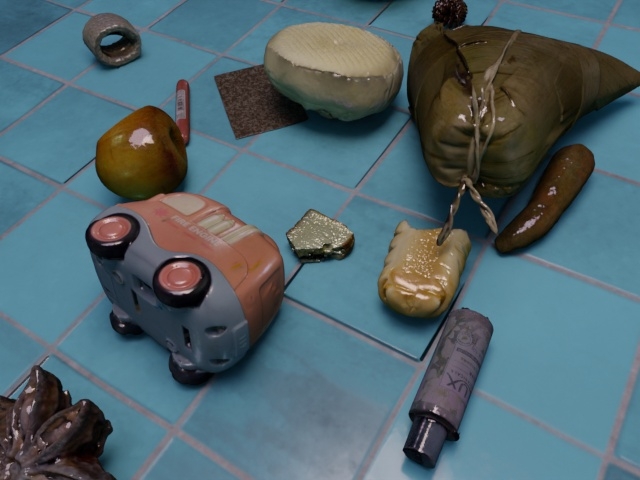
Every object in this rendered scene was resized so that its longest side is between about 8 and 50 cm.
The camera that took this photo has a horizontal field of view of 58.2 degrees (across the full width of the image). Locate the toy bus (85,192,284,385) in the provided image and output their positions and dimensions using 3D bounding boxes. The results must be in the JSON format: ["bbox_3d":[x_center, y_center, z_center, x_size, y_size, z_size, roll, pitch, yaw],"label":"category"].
[{"bbox_3d":[-0.183,0.041,0.834,0.287,0.194,0.232,30,51,27],"label":"toy bus"}]

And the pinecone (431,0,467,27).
[{"bbox_3d":[0.302,-0.532,1.343,0.083,0.077,0.077,0,45,40],"label":"pinecone"}]

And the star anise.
[{"bbox_3d":[-0.339,0.280,0.699,0.223,0.109,0.236,-24,63,15],"label":"star anise"}]

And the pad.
[{"bbox_3d":[-0.131,-0.308,1.234,0.158,0.003,0.235,-17,51,-9],"label":"pad"}]

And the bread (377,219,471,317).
[{"bbox_3d":[0.153,0.041,0.866,0.119,0.084,0.177,16,54,16],"label":"bread"}]

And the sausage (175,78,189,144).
[{"bbox_3d":[-0.288,-0.271,1.200,0.029,0.029,0.223,-9,50,-2],"label":"sausage"}]

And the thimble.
[{"bbox_3d":[-0.485,-0.468,1.337,0.115,0.102,0.090,-8,42,-41],"label":"thimble"}]

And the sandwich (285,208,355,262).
[{"bbox_3d":[0.000,0.000,0.945,0.104,0.036,0.093,23,55,20],"label":"sandwich"}]

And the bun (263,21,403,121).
[{"bbox_3d":[0.023,-0.329,1.149,0.287,0.146,0.287,6,41,-6],"label":"bun"}]

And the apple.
[{"bbox_3d":[-0.320,-0.152,1.018,0.147,0.146,0.163,-16,87,6],"label":"apple"}]

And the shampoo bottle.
[{"bbox_3d":[0.167,0.190,0.753,0.072,0.072,0.214,19,54,19],"label":"shampoo bottle"}]

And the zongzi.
[{"bbox_3d":[0.384,-0.208,0.913,0.466,0.218,0.500,-2,33,5],"label":"zongzi"}]

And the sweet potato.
[{"bbox_3d":[0.381,-0.071,0.953,0.075,0.075,0.273,30,63,26],"label":"sweet potato"}]
